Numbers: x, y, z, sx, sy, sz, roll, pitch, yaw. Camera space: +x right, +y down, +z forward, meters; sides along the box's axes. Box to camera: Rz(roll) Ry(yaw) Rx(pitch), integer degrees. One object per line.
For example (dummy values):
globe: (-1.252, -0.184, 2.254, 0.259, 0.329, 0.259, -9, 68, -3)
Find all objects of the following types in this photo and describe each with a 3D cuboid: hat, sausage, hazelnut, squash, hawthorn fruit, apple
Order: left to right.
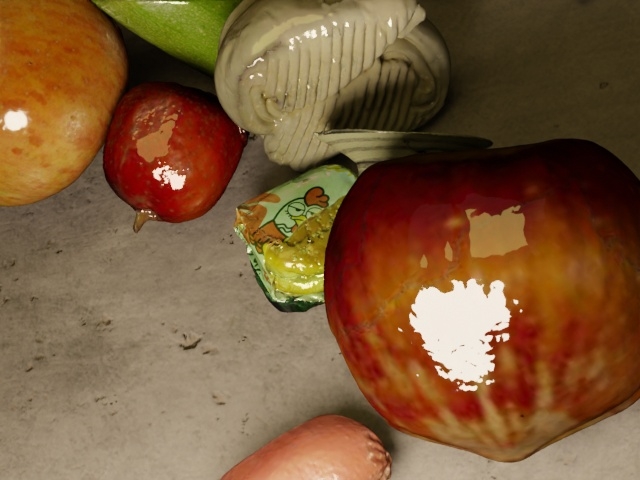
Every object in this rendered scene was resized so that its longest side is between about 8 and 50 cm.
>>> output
apple: (-0.502, -0.259, 2.008, 0.400, 0.333, 0.400, -31, 37, 27)
hawthorn fruit: (-0.234, -0.121, 1.943, 0.215, 0.215, 0.250, 12, 76, 27)
squash: (-0.176, -0.365, 1.961, 0.203, 0.288, 0.111, -55, 25, 5)
sausage: (-0.032, 0.325, 1.675, 0.254, 0.148, 0.148, -35, 58, -3)
hat: (0.111, -0.088, 1.759, 0.252, 0.252, 0.110, 2, 89, 24)
hazelnut: (0.221, 0.051, 1.578, 0.429, 0.402, 0.402, -11, 63, 12)

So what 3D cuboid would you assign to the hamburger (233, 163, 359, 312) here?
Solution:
hamburger: (0.002, 0.003, 1.818, 0.214, 0.125, 0.235, -25, 55, -4)

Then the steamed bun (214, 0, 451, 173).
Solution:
steamed bun: (0.002, -0.278, 1.848, 0.324, 0.310, 0.219, -28, 53, 5)
